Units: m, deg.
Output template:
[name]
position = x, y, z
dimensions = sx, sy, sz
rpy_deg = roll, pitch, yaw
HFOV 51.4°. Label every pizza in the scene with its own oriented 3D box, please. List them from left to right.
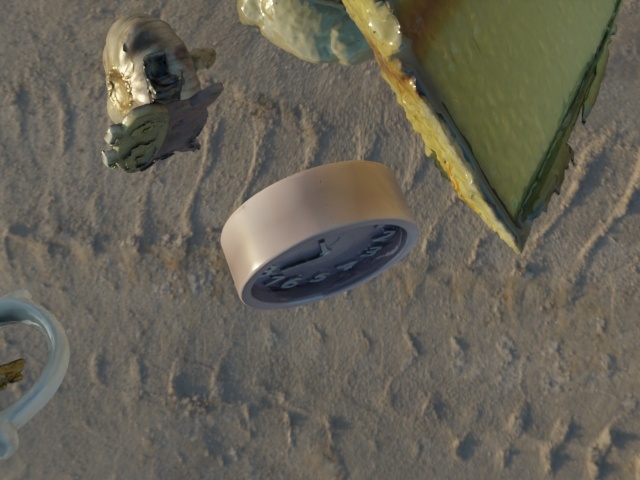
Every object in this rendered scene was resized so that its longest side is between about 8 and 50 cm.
[pizza]
position = -0.561, 0.243, 1.124
dimensions = 0.178, 0.130, 0.041
rpy_deg = -32, 84, 54

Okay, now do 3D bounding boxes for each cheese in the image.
[cheese]
position = 0.003, -0.431, 1.184
dimensions = 0.318, 0.326, 0.115
rpy_deg = 37, 136, 20

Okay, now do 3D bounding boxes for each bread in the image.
[bread]
position = 0.156, -0.269, 0.547
dimensions = 0.405, 0.242, 0.345
rpy_deg = -45, 103, 3

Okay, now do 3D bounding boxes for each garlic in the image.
[garlic]
position = -0.285, -0.316, 1.269
dimensions = 0.245, 0.253, 0.245
rpy_deg = 26, 132, 33

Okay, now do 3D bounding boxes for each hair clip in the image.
[hair clip]
position = -0.201, -0.148, 0.828
dimensions = 0.056, 0.146, 0.187
rpy_deg = 53, 147, 19

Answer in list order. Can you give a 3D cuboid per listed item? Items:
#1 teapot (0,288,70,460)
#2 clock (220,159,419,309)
[teapot]
position = -0.322, 0.140, 0.467
dimensions = 0.166, 0.299, 0.208
rpy_deg = 36, 143, 38
[clock]
position = 0.000, 0.000, 0.691
dimensions = 0.196, 0.197, 0.068
rpy_deg = -30, 66, 20
